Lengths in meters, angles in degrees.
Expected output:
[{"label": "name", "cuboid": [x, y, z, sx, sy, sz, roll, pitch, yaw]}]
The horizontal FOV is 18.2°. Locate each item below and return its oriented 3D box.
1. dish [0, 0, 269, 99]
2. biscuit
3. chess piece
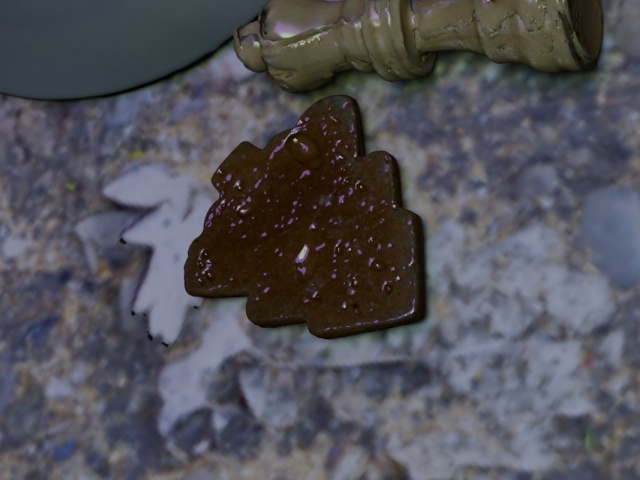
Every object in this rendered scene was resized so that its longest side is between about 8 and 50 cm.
[{"label": "dish", "cuboid": [-0.132, -0.232, 1.004, 0.316, 0.106, 0.317, -8, 69, 21]}, {"label": "biscuit", "cuboid": [0.000, 0.000, 0.916, 0.119, 0.019, 0.130, -49, 60, 2]}, {"label": "chess piece", "cuboid": [0.039, -0.097, 0.911, 0.172, 0.060, 0.060, -5, 71, 24]}]
